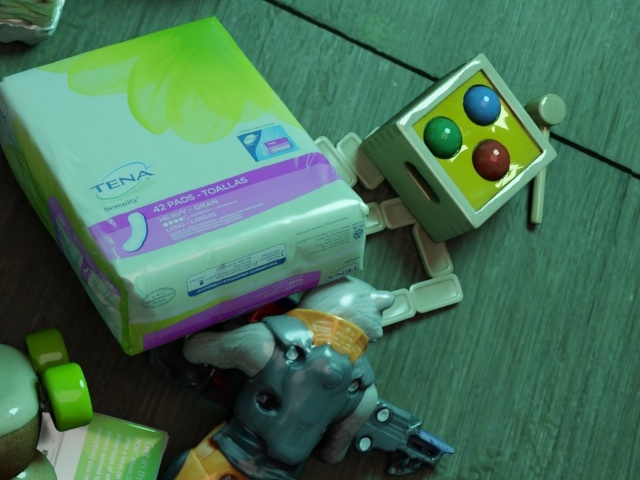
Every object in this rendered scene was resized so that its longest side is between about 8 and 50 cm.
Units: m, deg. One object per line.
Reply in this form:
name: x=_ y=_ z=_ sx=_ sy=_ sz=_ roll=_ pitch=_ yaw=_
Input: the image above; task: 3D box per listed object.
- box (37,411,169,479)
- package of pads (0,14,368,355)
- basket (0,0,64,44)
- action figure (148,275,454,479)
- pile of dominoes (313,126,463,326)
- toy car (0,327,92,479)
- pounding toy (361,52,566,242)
box: x=-0.312 y=0.233 z=1.158 sx=0.322 sy=0.058 sz=0.232 roll=18 pitch=74 yaw=-13
package of pads: x=-0.130 y=-0.055 z=1.184 sx=0.229 sy=0.101 sz=0.296 roll=-20 pitch=49 yaw=-21
basket: x=-0.339 y=-0.386 z=1.162 sx=0.331 sy=0.266 sz=0.328 roll=12 pitch=75 yaw=-18
action figure: x=-0.006 y=0.188 z=1.190 sx=0.341 sy=0.178 sz=0.330 roll=22 pitch=86 yaw=-26
pile of dominoes: x=0.000 y=0.000 z=1.332 sx=0.251 sy=0.040 sz=0.196 roll=-15 pitch=84 yaw=-29
toy car: x=-0.260 y=0.189 z=1.108 sx=0.155 sy=0.149 sz=0.188 roll=-14 pitch=113 yaw=-18
pounding toy: x=0.181 y=-0.092 z=1.361 sx=0.206 sy=0.094 sz=0.181 roll=-40 pitch=96 yaw=-25
